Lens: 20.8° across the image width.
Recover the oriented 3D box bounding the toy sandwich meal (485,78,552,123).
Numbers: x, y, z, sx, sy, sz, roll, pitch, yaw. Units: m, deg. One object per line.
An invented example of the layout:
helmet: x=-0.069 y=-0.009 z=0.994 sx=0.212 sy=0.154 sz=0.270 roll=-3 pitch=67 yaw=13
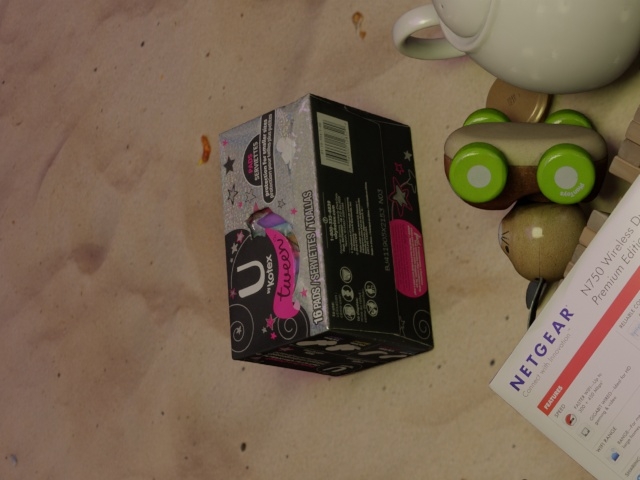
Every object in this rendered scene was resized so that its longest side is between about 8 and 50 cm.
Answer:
toy sandwich meal: x=0.196 y=-0.131 z=1.705 sx=0.085 sy=0.029 sz=0.085 roll=-18 pitch=64 yaw=41

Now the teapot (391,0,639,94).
teapot: x=0.175 y=-0.247 z=1.585 sx=0.252 sy=0.187 sz=0.256 roll=-122 pitch=32 yaw=-59

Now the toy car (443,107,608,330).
toy car: x=0.188 y=-0.013 z=1.608 sx=0.149 sy=0.155 sz=0.188 roll=1 pitch=108 yaw=9

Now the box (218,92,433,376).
box: x=0.000 y=0.000 z=1.778 sx=0.142 sy=0.163 sz=0.247 roll=-21 pitch=66 yaw=40

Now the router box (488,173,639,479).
router box: x=0.348 y=0.078 z=1.378 sx=0.301 sy=0.082 sz=0.335 roll=41 pitch=109 yaw=21

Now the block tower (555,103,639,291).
block tower: x=0.301 y=-0.020 z=1.525 sx=0.091 sy=0.097 sz=0.335 roll=34 pitch=108 yaw=44

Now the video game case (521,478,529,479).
video game case: x=0.257 y=0.322 z=1.436 sx=0.210 sy=0.042 sz=0.232 roll=13 pitch=129 yaw=47
